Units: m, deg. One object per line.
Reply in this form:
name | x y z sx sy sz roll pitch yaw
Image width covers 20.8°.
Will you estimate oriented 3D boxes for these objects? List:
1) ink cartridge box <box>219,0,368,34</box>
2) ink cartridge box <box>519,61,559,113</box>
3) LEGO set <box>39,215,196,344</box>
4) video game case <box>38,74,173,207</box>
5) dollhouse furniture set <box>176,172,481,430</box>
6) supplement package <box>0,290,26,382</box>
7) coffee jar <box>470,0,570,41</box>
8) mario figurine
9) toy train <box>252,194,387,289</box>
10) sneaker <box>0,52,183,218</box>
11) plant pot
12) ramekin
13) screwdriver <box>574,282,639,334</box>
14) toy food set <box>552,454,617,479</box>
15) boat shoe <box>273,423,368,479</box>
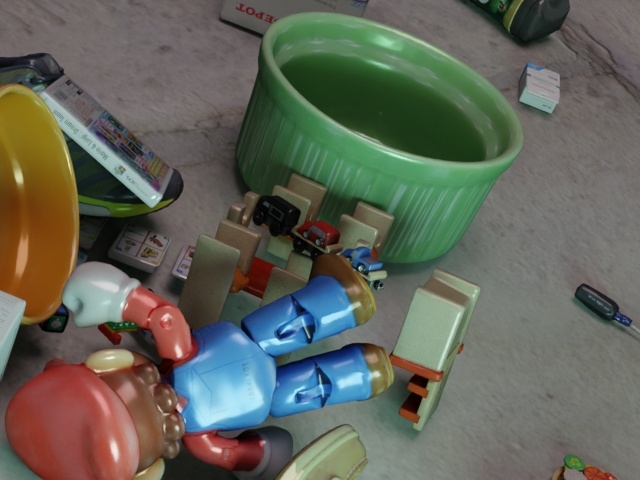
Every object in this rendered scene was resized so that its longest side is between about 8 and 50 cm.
ink cartridge box | -0.001 -0.376 2.190 0.171 0.233 0.168 22 31 -2
ink cartridge box | 0.289 -0.198 2.306 0.048 0.028 0.083 21 33 -5
LEGO set | -0.191 0.051 1.652 0.182 0.060 0.244 21 22 -3
video game case | -0.200 -0.095 1.633 0.143 0.019 0.157 42 7 -8
dollhouse furniture set | 0.008 0.064 1.675 0.259 0.135 0.262 23 20 11
supplement package | -0.340 0.136 1.333 0.134 0.139 0.244 23 34 -2
coffee jar | 0.260 -0.356 2.467 0.184 0.079 0.096 41 37 24
mario figurine | -0.114 0.112 1.486 0.320 0.170 0.198 -17 66 -17
toy train | 0.000 0.000 1.576 0.158 0.036 0.027 33 24 32
sneaker | -0.272 -0.116 1.735 0.300 0.121 0.111 23 20 -2
plant pot | -0.335 -0.024 1.503 0.188 0.205 0.205 -4 29 16
ramekin | 0.055 -0.109 1.911 0.303 0.148 0.303 18 31 -11
screwdriver | 0.356 0.100 1.935 0.170 0.024 0.025 32 62 9
toy food set | 0.258 0.242 1.670 0.082 0.020 0.083 21 33 -4
boat shoe | -0.028 0.257 1.407 0.089 0.104 0.285 35 44 8
